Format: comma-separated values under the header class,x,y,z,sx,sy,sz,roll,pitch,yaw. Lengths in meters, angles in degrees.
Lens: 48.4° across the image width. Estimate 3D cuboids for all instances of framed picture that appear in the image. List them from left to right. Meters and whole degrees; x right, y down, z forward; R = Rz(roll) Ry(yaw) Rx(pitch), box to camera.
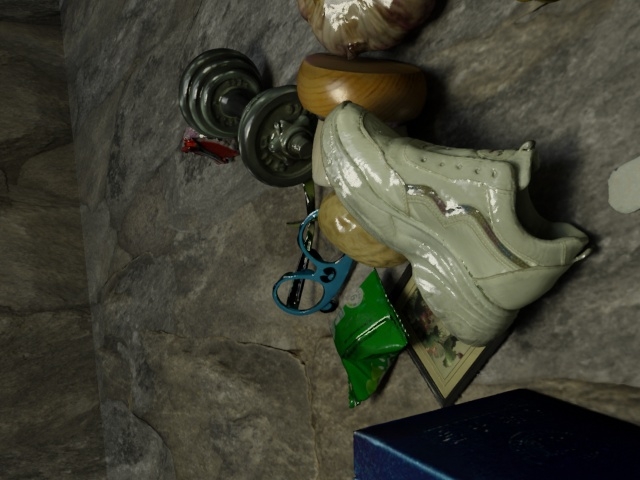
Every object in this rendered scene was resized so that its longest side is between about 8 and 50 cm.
class,x,y,z,sx,sy,sz,roll,pitch,yaw
framed picture,0.172,0.106,0.999,0.199,0.010,0.195,59,138,36

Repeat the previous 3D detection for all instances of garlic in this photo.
class,x,y,z,sx,sy,sz,roll,pitch,yaw
garlic,0.060,-0.384,1.012,0.245,0.160,0.244,10,115,22

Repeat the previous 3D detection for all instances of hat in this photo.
class,x,y,z,sx,sy,sz,roll,pitch,yaw
hat,-0.224,-0.275,1.495,0.129,0.140,0.227,-3,76,47

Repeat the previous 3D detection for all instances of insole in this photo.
class,x,y,z,sx,sy,sz,roll,pitch,yaw
insole,0.362,-0.086,0.702,0.197,0.004,0.065,-45,55,48

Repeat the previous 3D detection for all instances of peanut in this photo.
class,x,y,z,sx,sy,sz,roll,pitch,yaw
peanut,0.067,-0.021,1.037,0.109,0.140,0.159,-53,31,-17

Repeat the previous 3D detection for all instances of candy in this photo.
class,x,y,z,sx,sy,sz,roll,pitch,yaw
candy,0.067,0.152,1.095,0.141,0.078,0.203,56,140,31

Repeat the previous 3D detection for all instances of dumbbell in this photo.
class,x,y,z,sx,sy,sz,roll,pitch,yaw
dumbbell,-0.122,-0.226,1.275,0.406,0.179,0.179,39,123,49

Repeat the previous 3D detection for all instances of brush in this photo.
class,x,y,z,sx,sy,sz,roll,pitch,yaw
brush,0.045,-0.184,1.051,0.266,0.174,0.166,-130,38,-60

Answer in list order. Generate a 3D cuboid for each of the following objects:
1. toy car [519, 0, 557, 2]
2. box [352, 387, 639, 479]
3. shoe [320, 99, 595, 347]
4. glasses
class,x,y,z,sx,sy,sz,roll,pitch,yaw
toy car,0.241,-0.320,0.729,0.248,0.200,0.142,9,129,48
box,0.216,0.249,0.709,0.279,0.262,0.116,7,100,56
shoe,0.161,-0.061,0.841,0.210,0.132,0.342,-42,85,30
glasses,-0.032,0.001,1.220,0.207,0.102,0.239,55,135,39
